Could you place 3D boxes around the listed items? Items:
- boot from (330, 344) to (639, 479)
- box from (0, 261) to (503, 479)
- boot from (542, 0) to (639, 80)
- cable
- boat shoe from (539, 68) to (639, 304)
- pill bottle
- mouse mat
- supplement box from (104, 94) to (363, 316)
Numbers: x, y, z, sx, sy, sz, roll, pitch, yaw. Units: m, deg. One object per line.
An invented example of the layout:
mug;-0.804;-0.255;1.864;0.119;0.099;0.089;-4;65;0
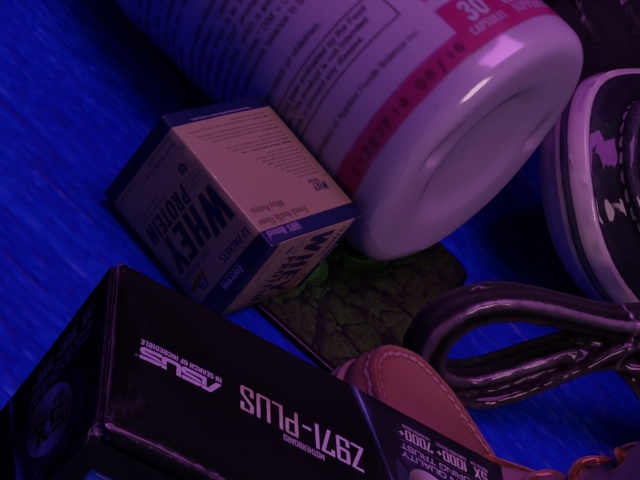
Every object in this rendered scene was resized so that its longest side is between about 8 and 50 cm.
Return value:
boot;0.116;0.102;0.789;0.095;0.203;0.262;13;38;-41
box;-0.051;0.120;0.585;0.147;0.180;0.077;30;28;-21
boot;0.094;-0.229;1.327;0.367;0.146;0.445;47;33;15
cable;0.183;0.064;1.001;0.287;0.139;0.072;15;29;-39
boat shoe;0.330;-0.006;1.220;0.500;0.156;0.187;17;65;-39
pill bottle;-0.011;-0.138;1.013;0.283;0.160;0.160;45;28;18
mouse mat;0.000;0.000;1.005;0.152;0.007;0.189;41;27;1
supplement box;-0.041;-0.017;0.913;0.083;0.056;0.083;49;32;14
